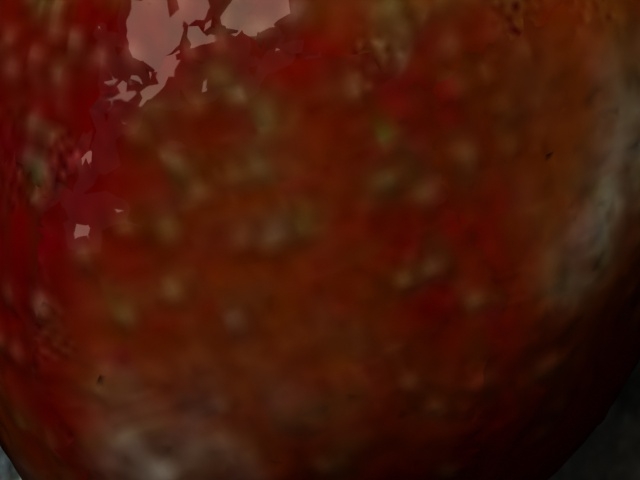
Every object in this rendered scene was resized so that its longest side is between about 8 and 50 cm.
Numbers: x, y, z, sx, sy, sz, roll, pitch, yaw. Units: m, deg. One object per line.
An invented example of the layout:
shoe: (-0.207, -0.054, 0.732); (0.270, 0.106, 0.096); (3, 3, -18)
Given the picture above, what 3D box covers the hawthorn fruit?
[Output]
hawthorn fruit: (0.000, 0.000, 0.539); (0.285, 0.285, 0.368); (5, 86, 40)
